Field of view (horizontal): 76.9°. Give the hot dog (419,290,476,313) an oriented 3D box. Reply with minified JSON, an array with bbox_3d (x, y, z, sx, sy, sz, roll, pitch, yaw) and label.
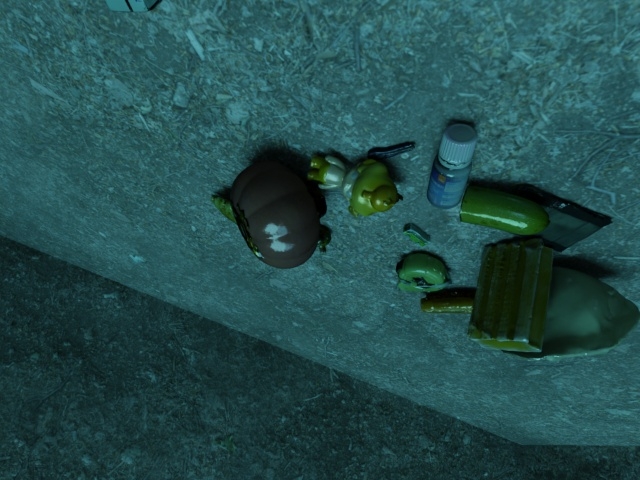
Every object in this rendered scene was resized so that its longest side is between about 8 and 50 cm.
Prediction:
[{"bbox_3d":[0.462,0.209,1.382,0.249,0.076,0.102,-7,176,39],"label":"hot dog"}]

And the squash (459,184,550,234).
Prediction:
[{"bbox_3d":[0.419,-0.066,0.915,0.187,0.095,0.095,15,151,27],"label":"squash"}]

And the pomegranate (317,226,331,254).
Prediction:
[{"bbox_3d":[-0.003,-0.002,1.301,0.073,0.085,0.073,6,152,3],"label":"pomegranate"}]

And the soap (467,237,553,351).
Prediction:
[{"bbox_3d":[0.489,0.138,1.034,0.089,0.274,0.173,32,156,-24],"label":"soap"}]

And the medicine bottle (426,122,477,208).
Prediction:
[{"bbox_3d":[0.288,-0.159,0.884,0.083,0.084,0.203,13,148,12],"label":"medicine bottle"}]

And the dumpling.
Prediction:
[{"bbox_3d":[0.587,0.207,1.081,0.395,0.315,0.233,4,116,52],"label":"dumpling"}]

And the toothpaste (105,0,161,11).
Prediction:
[{"bbox_3d":[-0.188,-0.415,0.522,0.070,0.313,0.089,11,148,15],"label":"toothpaste"}]

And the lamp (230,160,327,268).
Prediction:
[{"bbox_3d":[-0.107,-0.075,1.097,0.305,0.239,0.306,52,157,33],"label":"lamp"}]

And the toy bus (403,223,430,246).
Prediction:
[{"bbox_3d":[0.278,-0.016,1.170,0.083,0.031,0.037,33,140,-21],"label":"toy bus"}]

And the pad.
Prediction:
[{"bbox_3d":[0.539,-0.045,0.980,0.232,0.022,0.174,21,150,-3],"label":"pad"}]

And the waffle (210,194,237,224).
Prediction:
[{"bbox_3d":[-0.254,-0.071,1.308,0.207,0.054,0.214,36,175,-38],"label":"waffle"}]

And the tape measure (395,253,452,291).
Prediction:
[{"bbox_3d":[0.322,0.107,1.286,0.177,0.088,0.154,-5,141,32],"label":"tape measure"}]

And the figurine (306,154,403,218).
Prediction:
[{"bbox_3d":[0.086,-0.141,1.002,0.246,0.131,0.156,27,120,15],"label":"figurine"}]

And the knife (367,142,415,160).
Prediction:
[{"bbox_3d":[0.164,-0.209,0.940,0.121,0.018,0.031,-9,141,36],"label":"knife"}]
